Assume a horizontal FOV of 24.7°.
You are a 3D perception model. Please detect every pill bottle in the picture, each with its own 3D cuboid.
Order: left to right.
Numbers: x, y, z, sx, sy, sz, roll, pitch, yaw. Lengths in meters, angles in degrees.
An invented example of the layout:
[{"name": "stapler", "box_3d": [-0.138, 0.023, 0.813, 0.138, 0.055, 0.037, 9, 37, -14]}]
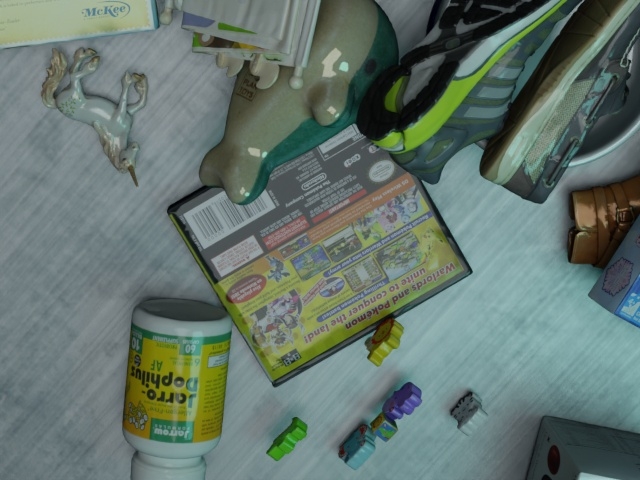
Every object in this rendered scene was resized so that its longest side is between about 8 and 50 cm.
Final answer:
[{"name": "pill bottle", "box_3d": [-0.169, 0.181, 1.692, 0.118, 0.117, 0.208, 6, 100, -4]}]

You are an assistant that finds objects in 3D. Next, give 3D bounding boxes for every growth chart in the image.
[{"name": "growth chart", "box_3d": [-0.086, -0.262, 1.560, 0.237, 0.021, 0.172, 27, 104, 36]}]

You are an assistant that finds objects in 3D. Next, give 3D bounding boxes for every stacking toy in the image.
[{"name": "stacking toy", "box_3d": [0.069, 0.219, 1.740, 0.167, 0.052, 0.221, 40, 102, -20]}]

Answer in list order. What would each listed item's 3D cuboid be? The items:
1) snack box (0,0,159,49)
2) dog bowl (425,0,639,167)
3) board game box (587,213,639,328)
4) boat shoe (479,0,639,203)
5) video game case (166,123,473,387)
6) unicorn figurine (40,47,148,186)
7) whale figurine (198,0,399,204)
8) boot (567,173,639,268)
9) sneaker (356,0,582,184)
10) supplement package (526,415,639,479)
[{"name": "snack box", "box_3d": [-0.351, -0.307, 1.619, 0.322, 0.060, 0.187, -7, 101, -2]}, {"name": "dog bowl", "box_3d": [0.252, -0.216, 1.650, 0.265, 0.104, 0.265, -1, 100, -4]}, {"name": "board game box", "box_3d": [0.517, 0.003, 1.681, 0.319, 0.066, 0.318, 27, 98, -26]}, {"name": "boat shoe", "box_3d": [0.282, -0.166, 1.561, 0.092, 0.103, 0.285, 33, 100, -15]}, {"name": "video game case", "box_3d": [0.000, 0.000, 1.711, 0.275, 0.035, 0.248, -30, 101, 2]}, {"name": "unicorn figurine", "box_3d": [-0.244, -0.147, 1.663, 0.162, 0.060, 0.111, 28, 99, 8]}, {"name": "whale figurine", "box_3d": [-0.019, -0.151, 1.608, 0.141, 0.216, 0.272, 34, 87, -36]}, {"name": "boot", "box_3d": [0.368, -0.055, 1.705, 0.152, 0.073, 0.197, 3, 98, 0]}, {"name": "sneaker", "box_3d": [0.171, -0.185, 1.553, 0.300, 0.111, 0.121, -42, 136, -5]}, {"name": "supplement package", "box_3d": [0.326, 0.337, 1.707, 0.149, 0.203, 0.194, 11, 99, -6]}]
